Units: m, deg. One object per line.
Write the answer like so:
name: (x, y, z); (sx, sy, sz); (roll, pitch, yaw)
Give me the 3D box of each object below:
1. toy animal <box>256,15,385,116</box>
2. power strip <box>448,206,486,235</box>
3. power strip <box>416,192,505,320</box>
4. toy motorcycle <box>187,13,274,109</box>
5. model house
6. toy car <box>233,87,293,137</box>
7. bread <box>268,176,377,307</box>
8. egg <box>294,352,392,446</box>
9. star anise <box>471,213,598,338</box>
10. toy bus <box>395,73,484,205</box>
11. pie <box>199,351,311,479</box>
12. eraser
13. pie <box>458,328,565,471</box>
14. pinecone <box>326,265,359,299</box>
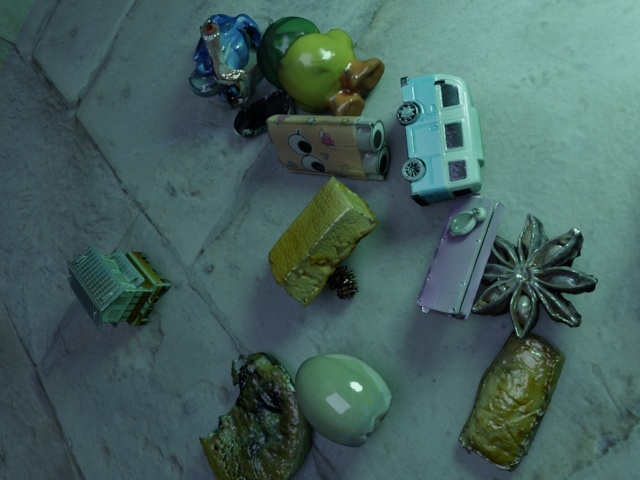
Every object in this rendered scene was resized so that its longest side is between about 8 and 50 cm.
toy animal: (-0.028, -0.444, 1.086); (0.338, 0.191, 0.216); (40, 118, 23)
power strip: (0.294, -0.042, 0.868); (0.083, 0.035, 0.055); (-33, 39, 37)
power strip: (0.289, 0.031, 0.883); (0.109, 0.038, 0.278); (7, 70, 54)
toy motorcycle: (-0.250, -0.539, 1.263); (0.241, 0.182, 0.318); (10, 68, -13)
model house: (-0.637, 0.146, 1.337); (0.224, 0.215, 0.198); (42, 102, 27)
toy car: (-0.166, -0.361, 1.234); (0.205, 0.056, 0.095); (-16, 76, 30)
bread: (0.000, 0.000, 1.028); (0.274, 0.114, 0.184); (-51, 29, 17)
egg: (0.041, 0.341, 0.953); (0.217, 0.183, 0.183); (34, 100, 21)
star anise: (0.404, 0.078, 0.824); (0.223, 0.109, 0.235); (-23, 51, 33)
toy bus: (0.264, -0.225, 0.936); (0.165, 0.133, 0.271); (-7, 82, 23)
pie: (-0.164, 0.488, 1.110); (0.297, 0.078, 0.371); (26, 95, 28)
eraser: (0.019, -0.239, 1.064); (0.291, 0.171, 0.087); (11, 56, 30)
pie: (0.372, 0.317, 0.841); (0.129, 0.068, 0.282); (25, 100, 30)
pinecone: (0.056, 0.102, 1.041); (0.083, 0.077, 0.077); (42, 104, 9)
